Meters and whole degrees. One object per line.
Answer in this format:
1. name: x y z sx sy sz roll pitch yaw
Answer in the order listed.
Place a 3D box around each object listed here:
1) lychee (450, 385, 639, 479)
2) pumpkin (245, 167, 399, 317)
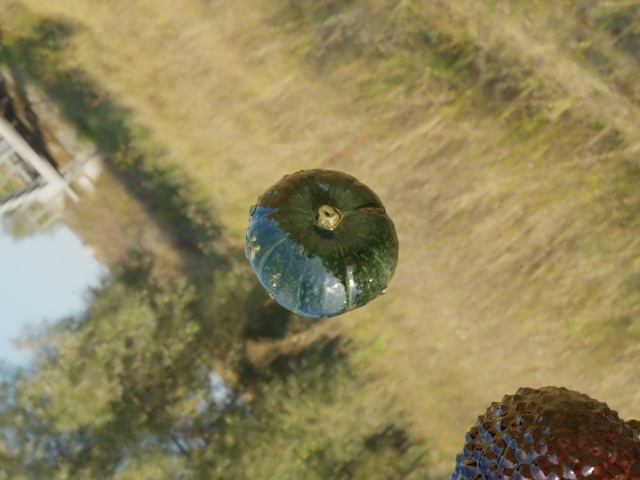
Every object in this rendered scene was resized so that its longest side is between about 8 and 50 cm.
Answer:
1. lychee: 0.306 0.310 1.564 0.264 0.300 0.264 40 144 36
2. pumpkin: 0.001 0.001 1.478 0.190 0.190 0.146 45 158 38
